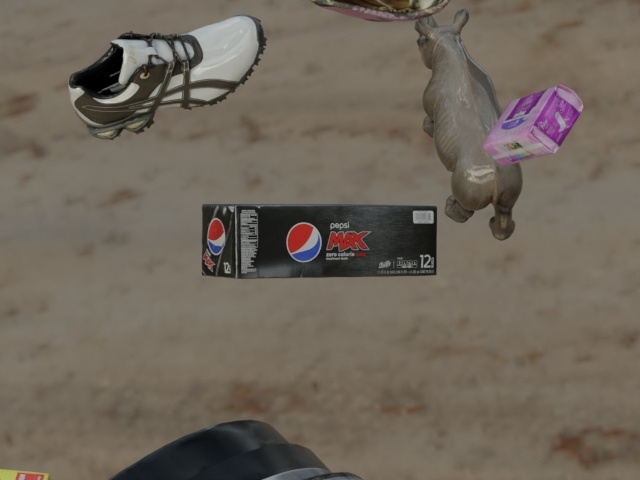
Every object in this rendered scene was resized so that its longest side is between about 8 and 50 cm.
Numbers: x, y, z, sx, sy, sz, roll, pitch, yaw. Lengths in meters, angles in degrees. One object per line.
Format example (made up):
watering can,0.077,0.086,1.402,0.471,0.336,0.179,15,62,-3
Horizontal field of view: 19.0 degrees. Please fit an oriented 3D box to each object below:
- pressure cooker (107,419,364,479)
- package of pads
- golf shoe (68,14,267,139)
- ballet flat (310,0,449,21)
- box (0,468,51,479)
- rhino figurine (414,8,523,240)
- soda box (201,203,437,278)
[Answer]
pressure cooker,-0.080,0.336,1.349,0.375,0.370,0.420,-36,66,-19
package of pads,0.161,-0.087,1.450,0.050,0.032,0.083,-58,15,-17
golf shoe,-0.146,-0.164,1.808,0.198,0.094,0.077,-28,62,4
ballet flat,-0.017,-0.171,1.097,0.221,0.077,0.079,11,2,-30
box,-0.397,0.281,1.986,0.232,0.058,0.087,5,52,9
rhino figurine,0.132,-0.125,1.795,0.073,0.106,0.243,-13,69,-7
soda box,0.000,0.000,1.384,0.169,0.053,0.060,0,1,-30
